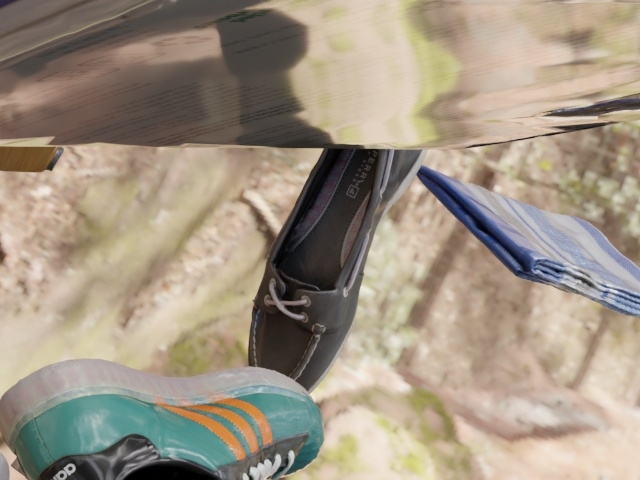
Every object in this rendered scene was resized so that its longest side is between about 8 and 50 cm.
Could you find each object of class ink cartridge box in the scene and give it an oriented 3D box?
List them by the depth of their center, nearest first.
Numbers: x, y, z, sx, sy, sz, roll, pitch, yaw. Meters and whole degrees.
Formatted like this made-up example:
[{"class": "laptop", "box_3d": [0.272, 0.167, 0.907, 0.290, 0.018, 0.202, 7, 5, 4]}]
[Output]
[{"class": "ink cartridge box", "box_3d": [0.018, -0.080, 0.545, 0.330, 0.324, 0.071, -4, 88, -35]}]

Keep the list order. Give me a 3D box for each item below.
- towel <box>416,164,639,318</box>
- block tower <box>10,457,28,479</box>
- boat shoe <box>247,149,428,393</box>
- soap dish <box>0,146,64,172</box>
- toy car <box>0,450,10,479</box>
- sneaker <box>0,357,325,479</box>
[{"class": "towel", "box_3d": [0.250, 0.003, 1.698, 0.285, 0.209, 0.034, 17, 111, -42]}, {"class": "block tower", "box_3d": [-0.162, 0.241, 1.436, 0.097, 0.335, 0.091, 45, 76, -34]}, {"class": "boat shoe", "box_3d": [0.000, 0.000, 1.580, 0.095, 0.112, 0.335, 32, 82, -59]}, {"class": "soap dish", "box_3d": [-0.212, -0.210, 1.336, 0.291, 0.118, 0.229, -53, -167, 46]}, {"class": "toy car", "box_3d": [-0.382, 0.241, 1.438, 0.182, 0.159, 0.136, 51, 42, -74]}, {"class": "sneaker", "box_3d": [-0.091, 0.163, 1.114, 0.108, 0.121, 0.302, -46, 148, 25]}]
